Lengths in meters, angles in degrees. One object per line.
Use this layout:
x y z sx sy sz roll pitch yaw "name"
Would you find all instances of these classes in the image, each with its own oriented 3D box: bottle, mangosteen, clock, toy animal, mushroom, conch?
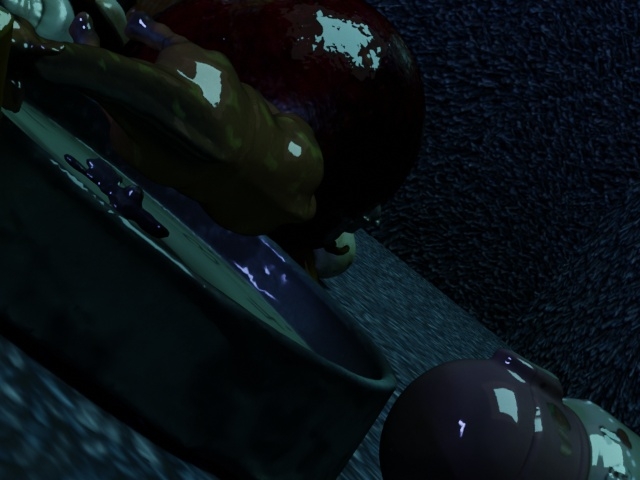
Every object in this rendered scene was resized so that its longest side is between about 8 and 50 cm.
0.136 0.149 0.794 0.253 0.120 0.120 38 4 -31 "bottle"
-0.033 -0.058 1.105 0.235 0.236 0.261 -81 160 -86 "mangosteen"
-0.101 -0.006 0.723 0.325 0.067 0.325 40 4 -4 "clock"
-0.077 -0.065 0.664 0.224 0.066 0.229 37 10 -28 "toy animal"
0.000 0.000 1.596 0.067 0.083 0.083 -11 31 -25 "mushroom"
-0.189 -0.131 1.121 0.094 0.104 0.176 19 -22 43 "conch"

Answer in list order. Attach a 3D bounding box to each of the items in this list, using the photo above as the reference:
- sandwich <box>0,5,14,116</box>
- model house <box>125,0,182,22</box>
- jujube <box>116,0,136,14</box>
-0.184 -0.017 0.454 0.117 0.144 0.187 40 -32 7 "sandwich"
-0.120 -0.192 1.543 0.219 0.229 0.199 43 10 25 "model house"
-0.294 -0.347 1.688 0.246 0.215 0.308 47 -3 -20 "jujube"
